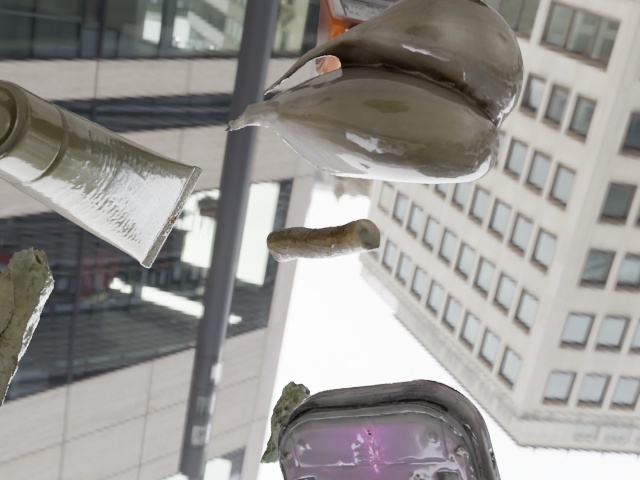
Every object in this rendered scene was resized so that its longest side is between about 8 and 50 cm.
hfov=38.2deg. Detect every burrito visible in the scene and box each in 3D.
[{"bbox_3d":[-0.227,0.073,0.640,0.045,0.058,0.188,38,-143,-21],"label":"burrito"}]

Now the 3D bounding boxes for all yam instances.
[{"bbox_3d":[0.000,0.000,1.973,0.081,0.081,0.357,-5,178,-36],"label":"yam"}]

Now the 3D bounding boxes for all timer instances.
[{"bbox_3d":[0.064,0.230,0.871,0.209,0.190,0.069,-12,-170,22],"label":"timer"},{"bbox_3d":[0.125,-0.303,1.427,0.258,0.161,0.250,10,-169,-9],"label":"timer"}]

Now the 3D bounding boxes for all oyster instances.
[{"bbox_3d":[-0.038,0.226,1.148,0.037,0.100,0.098,10,177,27],"label":"oyster"}]

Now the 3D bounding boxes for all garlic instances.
[{"bbox_3d":[0.082,-0.184,1.083,0.340,0.231,0.246,7,-172,-15],"label":"garlic"}]

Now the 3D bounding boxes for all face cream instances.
[{"bbox_3d":[-0.235,-0.066,0.970,0.084,0.137,0.341,27,177,25],"label":"face cream"}]
